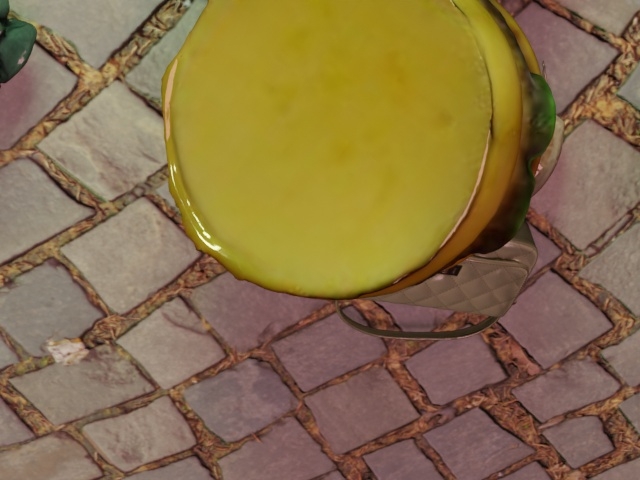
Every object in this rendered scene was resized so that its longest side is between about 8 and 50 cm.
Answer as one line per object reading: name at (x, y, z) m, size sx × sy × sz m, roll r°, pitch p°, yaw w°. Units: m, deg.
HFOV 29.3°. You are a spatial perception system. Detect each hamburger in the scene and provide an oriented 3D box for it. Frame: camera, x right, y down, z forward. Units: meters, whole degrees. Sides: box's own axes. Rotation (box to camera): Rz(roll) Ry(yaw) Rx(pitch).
hamburger at (0.054, -0.134, 1.301) m, size 0.396 × 0.277 × 0.395 m, roll 3°, pitch 97°, yaw 20°

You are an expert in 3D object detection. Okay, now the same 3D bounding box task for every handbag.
handbag at (0.147, 0.054, 1.620) m, size 0.256 × 0.079 × 0.219 m, roll 8°, pitch 126°, yaw -14°

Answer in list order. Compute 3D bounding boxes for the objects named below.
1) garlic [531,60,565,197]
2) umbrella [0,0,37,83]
garlic at (0.233, -0.114, 1.516) m, size 0.198 × 0.090 × 0.128 m, roll -36°, pitch 110°, yaw 20°
umbrella at (-0.412, -0.306, 1.252) m, size 0.094 × 0.143 × 0.348 m, roll 9°, pitch 127°, yaw 39°
